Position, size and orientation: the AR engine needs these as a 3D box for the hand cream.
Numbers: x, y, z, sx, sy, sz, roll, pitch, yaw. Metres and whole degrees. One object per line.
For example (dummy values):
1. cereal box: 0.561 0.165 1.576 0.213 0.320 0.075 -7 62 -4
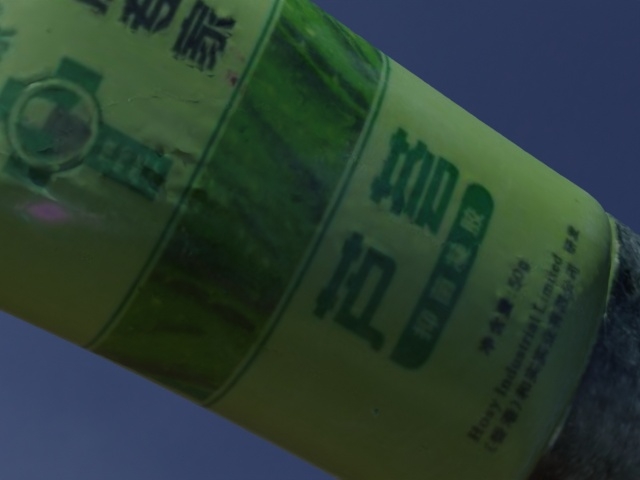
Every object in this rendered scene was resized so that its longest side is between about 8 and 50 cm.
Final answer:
1. hand cream: 0.000 0.000 0.348 0.175 0.095 0.046 33 -22 -19
